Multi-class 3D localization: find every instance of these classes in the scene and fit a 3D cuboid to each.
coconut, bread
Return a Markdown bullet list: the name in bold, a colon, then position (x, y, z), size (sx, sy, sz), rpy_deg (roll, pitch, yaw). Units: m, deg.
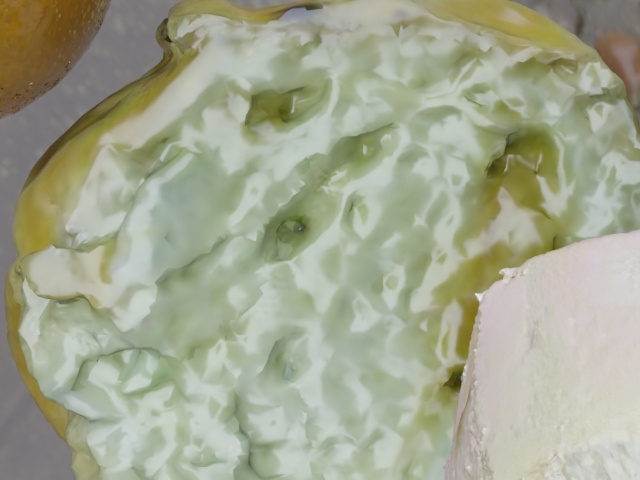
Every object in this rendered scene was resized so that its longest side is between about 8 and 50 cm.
- **coconut**: position (0.086, 0.056, 0.473), size (0.116, 0.116, 0.122), rpy_deg (-13, 34, 11)
- **bread**: position (-0.006, 0.000, 0.707), size (0.196, 0.252, 0.238), rpy_deg (38, 83, -11)

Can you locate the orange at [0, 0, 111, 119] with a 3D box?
- **orange**: position (-0.266, -0.200, 1.281), size (0.274, 0.274, 0.274), rpy_deg (-5, 70, 14)
